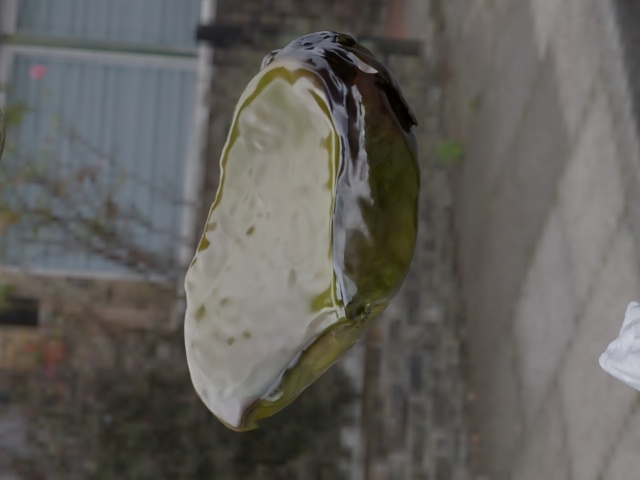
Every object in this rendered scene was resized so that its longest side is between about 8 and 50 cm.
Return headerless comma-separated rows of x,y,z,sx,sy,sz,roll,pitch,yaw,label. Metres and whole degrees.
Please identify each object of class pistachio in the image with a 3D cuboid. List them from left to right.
0.000,0.000,0.741,0.089,0.049,0.173,40,125,33,pistachio

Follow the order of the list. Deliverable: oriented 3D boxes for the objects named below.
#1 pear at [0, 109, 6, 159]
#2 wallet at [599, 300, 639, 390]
-0.283,-0.069,1.080,0.197,0.197,0.197,-176,90,-84,pear
0.184,0.070,0.652,0.095,0.190,0.033,21,85,63,wallet
